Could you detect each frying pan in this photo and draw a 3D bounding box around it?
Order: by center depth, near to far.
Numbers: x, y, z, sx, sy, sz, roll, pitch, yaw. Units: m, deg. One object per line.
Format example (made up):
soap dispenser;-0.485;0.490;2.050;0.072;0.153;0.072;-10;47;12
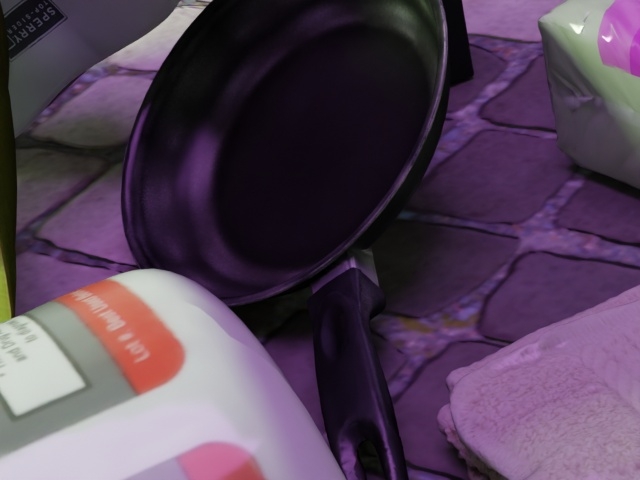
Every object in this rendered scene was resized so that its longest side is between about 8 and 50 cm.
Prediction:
frying pan;0.017;-0.024;0.894;0.197;0.053;0.326;-52;43;5

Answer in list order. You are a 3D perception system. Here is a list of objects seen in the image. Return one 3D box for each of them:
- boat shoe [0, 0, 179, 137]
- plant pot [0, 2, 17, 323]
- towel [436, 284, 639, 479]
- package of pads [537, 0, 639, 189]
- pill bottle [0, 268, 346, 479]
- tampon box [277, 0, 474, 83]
boat shoe;-0.150;-0.135;1.044;0.301;0.108;0.102;-26;21;46
plant pot;-0.280;-0.034;0.836;0.367;0.366;0.353;-9;21;5
towel;0.180;0.088;0.724;0.187;0.049;0.282;-25;35;-19
package of pads;0.284;-0.082;0.905;0.229;0.101;0.296;-33;38;-27
pill bottle;-0.164;0.167;0.567;0.363;0.210;0.210;-23;34;-17
tampon box;0.000;-0.161;1.063;0.101;0.161;0.120;-22;33;-16
